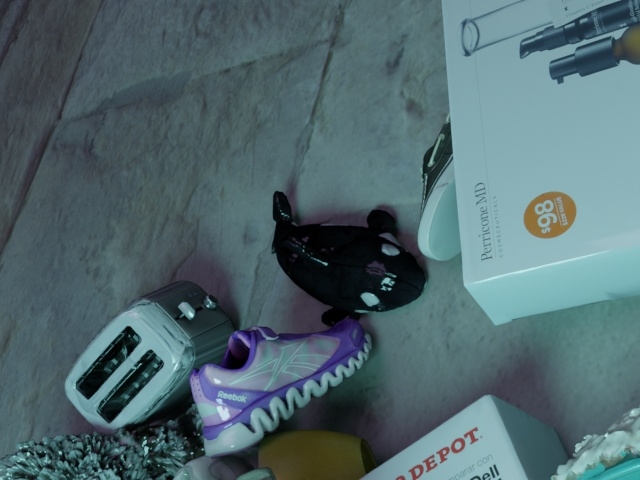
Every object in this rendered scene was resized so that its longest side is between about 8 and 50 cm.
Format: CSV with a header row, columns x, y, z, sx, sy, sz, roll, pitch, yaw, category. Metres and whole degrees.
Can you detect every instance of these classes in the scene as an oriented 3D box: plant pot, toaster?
x,y,z,sx,sy,sz,roll,pitch,yaw,category
0.008,0.245,0.906,0.095,0.134,0.134,-21,48,11,plant pot
-0.224,0.157,1.150,0.227,0.146,0.129,-45,81,14,toaster

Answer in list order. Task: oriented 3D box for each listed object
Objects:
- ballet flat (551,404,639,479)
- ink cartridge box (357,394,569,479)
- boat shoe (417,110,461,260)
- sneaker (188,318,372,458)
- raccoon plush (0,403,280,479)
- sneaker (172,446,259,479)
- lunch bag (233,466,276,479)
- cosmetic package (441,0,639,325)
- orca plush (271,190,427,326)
x,y,z,sx,sy,sz,roll,pitch,yaw,category
0.363,0.126,0.626,0.409,0.147,0.147,-23,50,31,ballet flat
0.135,0.298,0.731,0.201,0.117,0.278,-39,42,21,ink cartridge box
0.151,-0.075,1.000,0.070,0.078,0.219,5,61,47,boat shoe
-0.044,0.130,0.959,0.095,0.236,0.104,-31,89,51,sneaker
-0.233,0.367,1.018,0.446,0.216,0.299,-33,53,27,raccoon plush
-0.097,0.358,0.911,0.110,0.118,0.292,-20,68,36,sneaker
-0.042,0.373,0.714,0.169,0.287,0.235,-23,26,-1,lunch bag
0.269,-0.130,0.848,0.285,0.097,0.377,-17,53,25,cosmetic package
0.000,0.000,1.080,0.151,0.102,0.287,-52,39,6,orca plush
